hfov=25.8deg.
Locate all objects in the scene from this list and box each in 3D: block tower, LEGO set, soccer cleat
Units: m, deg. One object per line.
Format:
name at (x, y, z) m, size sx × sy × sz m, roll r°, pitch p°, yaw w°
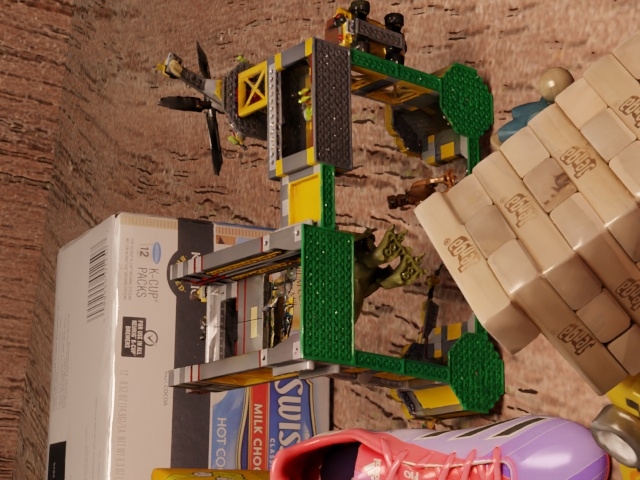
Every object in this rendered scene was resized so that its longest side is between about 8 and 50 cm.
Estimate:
block tower at (0.207, -0.070, 0.623) m, size 0.335 × 0.097 × 0.091 m, roll -38°, pitch 38°, yaw 9°
LEGO set at (0.000, 0.000, 1.093) m, size 0.192 × 0.255 × 0.331 m, roll -17°, pitch 76°, yaw 47°
soccer cleat at (0.079, 0.164, 0.979) m, size 0.248 × 0.095 × 0.083 m, roll -7°, pitch 77°, yaw 38°

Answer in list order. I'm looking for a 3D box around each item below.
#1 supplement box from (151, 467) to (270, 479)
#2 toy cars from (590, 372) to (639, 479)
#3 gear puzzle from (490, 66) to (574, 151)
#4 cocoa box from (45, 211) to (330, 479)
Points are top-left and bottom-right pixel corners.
supplement box at (-0.002, 0.305, 1.092) m, size 0.356 × 0.195 × 0.194 m, roll -175°, pitch 91°, yaw -67°
toy cars at (0.183, 0.205, 0.757) m, size 0.087 × 0.176 × 0.394 m, roll 29°, pitch 114°, yaw 37°
gear puzzle at (0.218, -0.036, 0.710) m, size 0.339 × 0.175 × 0.044 m, roll -130°, pitch 20°, yaw -59°
cocoa box at (-0.133, 0.168, 1.383) m, size 0.231 × 0.227 × 0.347 m, roll 157°, pitch 117°, yaw -63°
